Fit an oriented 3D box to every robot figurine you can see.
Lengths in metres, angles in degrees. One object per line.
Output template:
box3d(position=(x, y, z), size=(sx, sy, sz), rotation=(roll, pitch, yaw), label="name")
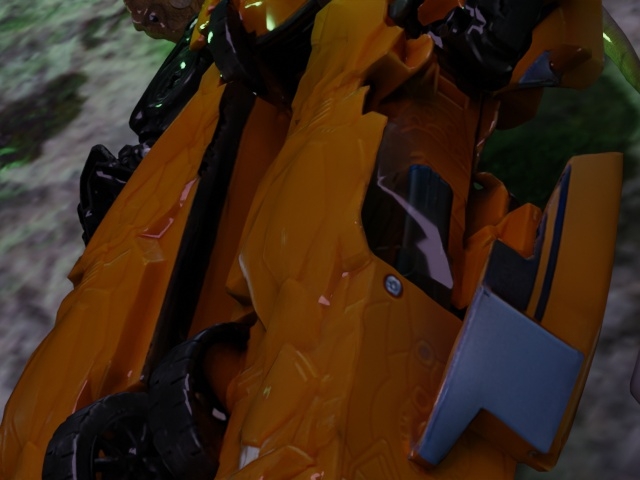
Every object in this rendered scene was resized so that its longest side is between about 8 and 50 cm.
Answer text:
box3d(position=(0.000, 0.000, 0.486), size=(0.211, 0.085, 0.291), rotation=(-32, 30, 39), label="robot figurine")

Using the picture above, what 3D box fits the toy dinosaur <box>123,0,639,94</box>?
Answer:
box3d(position=(0.033, -0.093, 0.636), size=(0.212, 0.064, 0.112), rotation=(4, 77, 31), label="toy dinosaur")

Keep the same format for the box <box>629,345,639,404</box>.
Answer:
box3d(position=(0.165, 0.035, 0.364), size=(0.130, 0.091, 0.170), rotation=(-5, 34, -24), label="box")
